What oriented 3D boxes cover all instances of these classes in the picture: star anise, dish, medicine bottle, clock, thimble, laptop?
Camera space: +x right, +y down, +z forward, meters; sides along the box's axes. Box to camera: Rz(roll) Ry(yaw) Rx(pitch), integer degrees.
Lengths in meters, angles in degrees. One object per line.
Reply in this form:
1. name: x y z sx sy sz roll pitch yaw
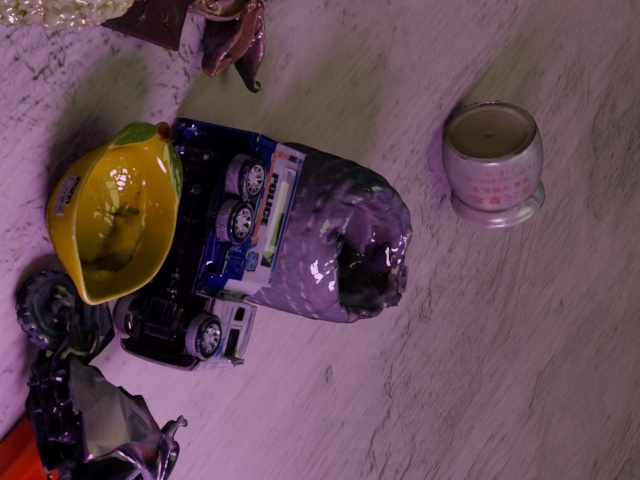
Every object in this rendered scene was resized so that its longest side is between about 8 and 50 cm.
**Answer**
1. star anise: -0.092 -0.278 1.818 0.172 0.063 0.208 21 90 -56
2. dish: -0.219 -0.032 1.669 0.149 0.080 0.207 49 55 -46
3. medicine bottle: 0.255 -0.109 2.433 0.147 0.147 0.143 -54 147 -35
4. clock: -0.289 0.248 1.698 0.155 0.061 0.113 -55 143 -38
5. thimble: 0.000 0.000 1.996 0.205 0.172 0.236 -65 152 -13
6. laptop: -0.174 -0.307 1.675 0.154 0.026 0.207 13 90 -52

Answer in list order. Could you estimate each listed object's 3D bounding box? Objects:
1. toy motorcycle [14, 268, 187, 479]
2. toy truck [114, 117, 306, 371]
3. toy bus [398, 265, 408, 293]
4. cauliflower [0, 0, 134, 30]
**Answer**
1. toy motorcycle: -0.221 0.160 1.667 0.159 0.106 0.270 -1 75 -46
2. toy truck: -0.116 0.011 1.833 0.155 0.124 0.268 16 89 -61
3. toy bus: 0.082 0.051 2.309 0.131 0.037 0.052 9 92 -63
4. cauliflower: -0.208 -0.319 1.365 0.260 0.327 0.281 -18 114 -24
